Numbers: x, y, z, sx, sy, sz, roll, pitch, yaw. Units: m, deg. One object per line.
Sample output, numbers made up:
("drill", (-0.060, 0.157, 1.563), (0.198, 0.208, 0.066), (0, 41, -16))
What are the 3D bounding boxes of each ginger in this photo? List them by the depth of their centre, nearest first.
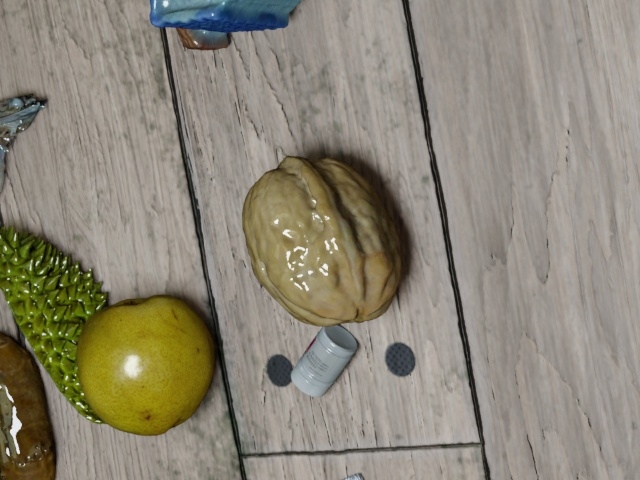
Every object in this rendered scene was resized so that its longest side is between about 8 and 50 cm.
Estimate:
("ginger", (-0.498, 0.274, 2.104), (0.133, 0.107, 0.309), (-15, 90, 56))

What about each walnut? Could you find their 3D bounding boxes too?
("walnut", (0.000, 0.000, 1.699), (0.198, 0.198, 0.245), (-30, 76, 31))

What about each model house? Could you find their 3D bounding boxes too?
("model house", (-0.152, -0.399, 1.718), (0.329, 0.252, 0.295), (-43, 75, 35))

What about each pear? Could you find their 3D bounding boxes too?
("pear", (-0.252, 0.182, 1.875), (0.209, 0.209, 0.209), (5, 100, 31))

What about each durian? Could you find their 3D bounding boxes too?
("durian", (-0.421, 0.123, 2.006), (0.169, 0.157, 0.355), (-42, 74, 47))

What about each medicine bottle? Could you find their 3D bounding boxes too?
("medicine bottle", (0.005, 0.166, 1.799), (0.058, 0.058, 0.091), (43, 116, 19))

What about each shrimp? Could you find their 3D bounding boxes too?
("shrimp", (-0.539, -0.137, 2.095), (0.317, 0.062, 0.164), (-23, 89, 36))

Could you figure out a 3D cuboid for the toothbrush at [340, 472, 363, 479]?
("toothbrush", (-0.071, 0.409, 1.903), (0.354, 0.024, 0.029), (-30, 76, 31))
